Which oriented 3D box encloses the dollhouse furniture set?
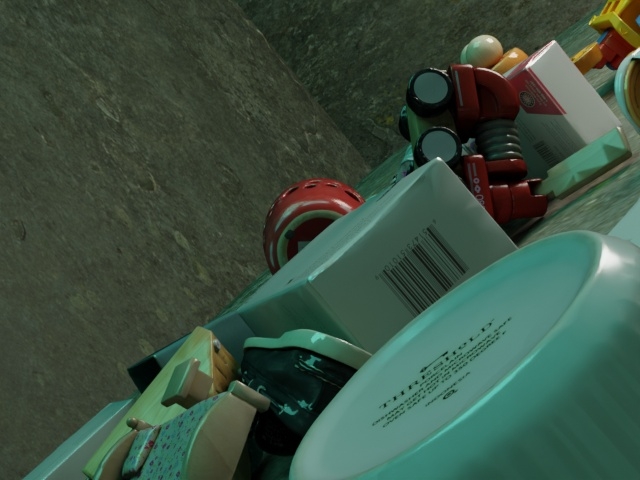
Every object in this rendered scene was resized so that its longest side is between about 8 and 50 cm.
[{"bbox_3d":[-0.161,0.190,0.773,0.303,0.173,0.356,-33,30,46],"label":"dollhouse furniture set"}]

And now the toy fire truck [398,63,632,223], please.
[{"bbox_3d":[0.236,-0.119,1.150,0.246,0.217,0.158,-5,-17,-3],"label":"toy fire truck"}]

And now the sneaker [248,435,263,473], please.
[{"bbox_3d":[-0.137,0.283,1.110,0.166,0.065,0.076,-34,-2,11],"label":"sneaker"}]

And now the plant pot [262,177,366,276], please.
[{"bbox_3d":[0.000,0.000,1.464,0.191,0.191,0.174,-39,6,4],"label":"plant pot"}]

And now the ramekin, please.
[{"bbox_3d":[0.102,0.108,0.498,0.273,0.127,0.273,-39,5,5],"label":"ramekin"}]

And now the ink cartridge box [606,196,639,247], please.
[{"bbox_3d":[0.325,-0.044,0.614,0.239,0.060,0.275,-43,7,-27],"label":"ink cartridge box"}]

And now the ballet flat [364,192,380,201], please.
[{"bbox_3d":[0.028,0.052,1.639,0.342,0.116,0.124,-46,-24,8],"label":"ballet flat"}]

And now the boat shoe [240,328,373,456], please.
[{"bbox_3d":[-0.030,0.174,0.978,0.113,0.127,0.340,-68,14,-16],"label":"boat shoe"}]

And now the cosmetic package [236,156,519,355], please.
[{"bbox_3d":[0.051,0.059,1.118,0.217,0.156,0.385,-42,5,-20],"label":"cosmetic package"}]

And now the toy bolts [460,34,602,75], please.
[{"bbox_3d":[0.335,-0.302,1.566,0.218,0.158,0.228,-39,4,-7],"label":"toy bolts"}]

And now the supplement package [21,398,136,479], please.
[{"bbox_3d":[-0.304,0.341,1.278,0.194,0.149,0.203,-42,5,-23],"label":"supplement package"}]

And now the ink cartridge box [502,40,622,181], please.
[{"bbox_3d":[0.289,-0.158,1.302,0.092,0.159,0.218,-44,7,-33],"label":"ink cartridge box"}]

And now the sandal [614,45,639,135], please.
[{"bbox_3d":[0.441,-0.218,1.054,0.265,0.102,0.076,-40,2,-23],"label":"sandal"}]

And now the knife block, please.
[{"bbox_3d":[-0.203,0.255,1.030,0.242,0.088,0.276,-22,41,11],"label":"knife block"}]

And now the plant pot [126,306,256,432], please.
[{"bbox_3d":[-0.126,0.185,1.343,0.234,0.165,0.165,-33,1,-28],"label":"plant pot"}]

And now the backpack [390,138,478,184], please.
[{"bbox_3d":[0.175,-0.083,1.316,0.115,0.152,0.182,-52,-14,-28],"label":"backpack"}]

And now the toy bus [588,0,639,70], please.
[{"bbox_3d":[0.541,-0.371,1.536,0.211,0.149,0.220,-52,6,6],"label":"toy bus"}]
